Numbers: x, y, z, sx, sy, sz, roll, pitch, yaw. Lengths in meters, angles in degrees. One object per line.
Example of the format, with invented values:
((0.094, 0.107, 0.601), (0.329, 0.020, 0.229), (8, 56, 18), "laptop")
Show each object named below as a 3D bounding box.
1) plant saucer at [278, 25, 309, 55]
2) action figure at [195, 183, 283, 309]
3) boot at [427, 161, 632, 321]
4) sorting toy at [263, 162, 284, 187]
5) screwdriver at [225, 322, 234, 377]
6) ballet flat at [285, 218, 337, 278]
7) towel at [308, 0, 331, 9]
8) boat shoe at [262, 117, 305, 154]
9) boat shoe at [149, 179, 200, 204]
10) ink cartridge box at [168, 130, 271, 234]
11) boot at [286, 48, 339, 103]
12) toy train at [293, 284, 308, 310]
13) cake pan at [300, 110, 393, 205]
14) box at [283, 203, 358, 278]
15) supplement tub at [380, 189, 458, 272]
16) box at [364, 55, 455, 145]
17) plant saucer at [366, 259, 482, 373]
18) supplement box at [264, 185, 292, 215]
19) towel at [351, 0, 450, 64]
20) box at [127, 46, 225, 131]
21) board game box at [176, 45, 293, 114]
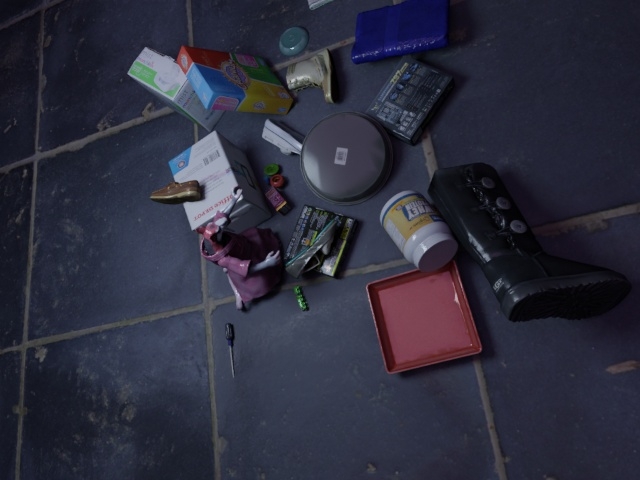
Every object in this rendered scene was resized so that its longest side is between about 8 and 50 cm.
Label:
((-0.100, -0.719, 1.800), (0.119, 0.021, 0.119), (-6, 74, 20), "plant saucer")
((-0.258, 0.024, 1.461), (0.275, 0.370, 0.248), (-32, 64, 15), "action figure")
((0.513, -0.014, 1.281), (0.445, 0.367, 0.146), (-112, 34, -43), "boot")
((-0.155, -0.206, 1.673), (0.061, 0.042, 0.102), (-24, 55, -3), "sorting toy")
((-0.282, 0.342, 1.573), (0.024, 0.025, 0.170), (-14, 70, 18), "screwdriver")
((-0.012, 0.030, 1.491), (0.213, 0.072, 0.068), (-44, 93, 6), "ballet flat")
((-0.002, -0.914, 1.815), (0.113, 0.023, 0.152), (-17, 69, 16), "towel")
((-0.101, -0.320, 1.669), (0.226, 0.083, 0.076), (40, 120, 25), "boat shoe")
((-0.440, -0.148, 1.538), (0.178, 0.064, 0.060), (-5, 74, 24), "boat shoe")
((-0.324, -0.165, 1.634), (0.198, 0.197, 0.270), (-30, 67, 13), "ink cartridge box")
((-0.029, -0.529, 1.689), (0.165, 0.077, 0.213), (-14, 66, 17), "boot")
((-0.062, 0.177, 1.536), (0.023, 0.017, 0.083), (-30, 66, 22), "toy train")
((0.073, -0.255, 1.538), (0.293, 0.054, 0.293), (0, 90, 13), "cake pan")
((0.000, 0.000, 1.547), (0.184, 0.045, 0.191), (17, 82, 22), "box")
((0.267, -0.026, 1.371), (0.144, 0.144, 0.200), (-38, 51, 8), "supplement tub")
((0.272, -0.432, 1.551), (0.183, 0.059, 0.233), (34, 90, 26), "box")
((0.278, 0.209, 1.376), (0.259, 0.048, 0.258), (-18, 69, 15), "plant saucer")
((-0.137, -0.128, 1.630), (0.043, 0.055, 0.083), (-41, 66, 5), "supplement box")
((0.257, -0.661, 1.597), (0.308, 0.076, 0.228), (-3, 60, 23), "towel")
((-0.502, -0.537, 1.792), (0.262, 0.231, 0.127), (33, 89, 25), "box")
((-0.278, -0.525, 1.664), (0.242, 0.316, 0.064), (56, 132, 24), "board game box")
